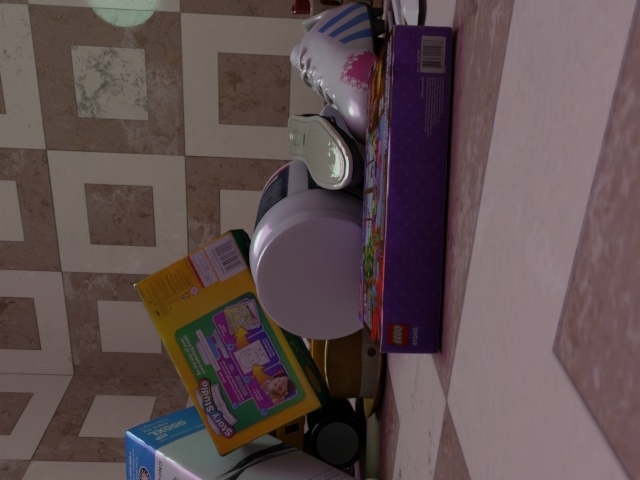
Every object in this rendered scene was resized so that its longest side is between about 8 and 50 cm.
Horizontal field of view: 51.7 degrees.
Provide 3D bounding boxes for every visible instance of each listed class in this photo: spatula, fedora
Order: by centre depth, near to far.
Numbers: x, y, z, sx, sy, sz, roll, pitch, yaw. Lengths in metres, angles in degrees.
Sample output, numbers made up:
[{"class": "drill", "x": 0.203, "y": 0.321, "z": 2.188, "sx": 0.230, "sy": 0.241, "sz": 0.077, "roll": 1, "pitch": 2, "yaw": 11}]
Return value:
[{"class": "spatula", "x": 0.104, "y": -0.288, "z": 0.854, "sx": 0.168, "sy": 0.019, "sz": 0.242, "roll": 87, "pitch": -177, "yaw": -48}, {"class": "fedora", "x": 0.047, "y": 0.166, "z": 0.987, "sx": 0.194, "sy": 0.079, "sz": 0.194, "roll": -178, "pitch": 90, "yaw": -87}]

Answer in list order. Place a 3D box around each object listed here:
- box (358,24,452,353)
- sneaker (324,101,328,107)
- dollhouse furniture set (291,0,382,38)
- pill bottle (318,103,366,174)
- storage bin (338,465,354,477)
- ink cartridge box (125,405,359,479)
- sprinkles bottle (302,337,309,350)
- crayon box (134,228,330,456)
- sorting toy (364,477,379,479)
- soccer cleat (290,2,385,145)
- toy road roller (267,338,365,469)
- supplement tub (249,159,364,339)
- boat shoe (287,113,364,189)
[{"class": "box", "x": 0.080, "y": -0.047, "z": 0.681, "sx": 0.201, "sy": 0.057, "sz": 0.293, "roll": -137, "pitch": 49, "yaw": -87}, {"class": "sneaker", "x": 0.058, "y": -0.268, "z": 1.289, "sx": 0.093, "sy": 0.088, "sz": 0.225, "roll": 48, "pitch": -140, "yaw": -64}, {"class": "dollhouse furniture set", "x": 0.023, "y": -0.391, "z": 1.179, "sx": 0.201, "sy": 0.152, "sz": 0.374, "roll": 103, "pitch": 169, "yaw": -76}, {"class": "pill bottle", "x": 0.034, "y": -0.145, "z": 1.111, "sx": 0.215, "sy": 0.117, "sz": 0.117, "roll": 97, "pitch": 174, "yaw": -67}, {"class": "storage bin", "x": 0.019, "y": 0.444, "z": 1.327, "sx": 0.180, "sy": 0.084, "sz": 0.122, "roll": -90, "pitch": 3, "yaw": -52}, {"class": "ink cartridge box", "x": -0.116, "y": 0.448, "z": 0.976, "sx": 0.395, "sy": 0.166, "sz": 0.285, "roll": 10, "pitch": 102, "yaw": 43}, {"class": "sprinkles bottle", "x": -0.015, "y": 0.267, "z": 1.820, "sx": 0.355, "sy": 0.121, "sz": 0.121, "roll": -91, "pitch": 4, "yaw": -46}, {"class": "crayon box", "x": -0.125, "y": 0.143, "z": 0.950, "sx": 0.278, "sy": 0.165, "sz": 0.081, "roll": 62, "pitch": -170, "yaw": 3}, {"class": "sorting toy", "x": 0.074, "y": 0.443, "z": 0.697, "sx": 0.229, "sy": 0.041, "sz": 0.307, "roll": -145, "pitch": 57, "yaw": -82}, {"class": "soccer cleat", "x": 0.027, "y": -0.231, "z": 0.932, "sx": 0.331, "sy": 0.143, "sz": 0.116, "roll": -88, "pitch": -10, "yaw": -50}, {"class": "toy road roller", "x": -0.046, "y": 0.243, "z": 1.183, "sx": 0.202, "sy": 0.240, "sz": 0.329, "roll": 151, "pitch": 121, "yaw": -87}, {"class": "supplement tub", "x": 0.000, "y": 0.000, "z": 0.932, "sx": 0.272, "sy": 0.191, "sz": 0.191, "roll": -93, "pitch": 6, "yaw": -68}, {"class": "boat shoe", "x": 0.017, "y": -0.124, "z": 0.875, "sx": 0.233, "sy": 0.079, "sz": 0.084, "roll": -129, "pitch": 43, "yaw": -64}]
